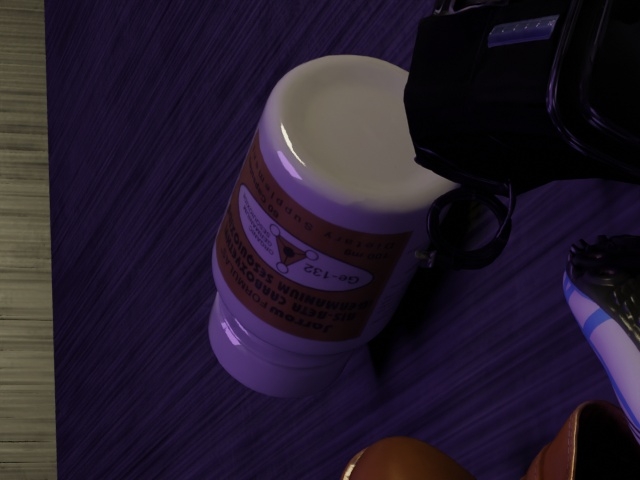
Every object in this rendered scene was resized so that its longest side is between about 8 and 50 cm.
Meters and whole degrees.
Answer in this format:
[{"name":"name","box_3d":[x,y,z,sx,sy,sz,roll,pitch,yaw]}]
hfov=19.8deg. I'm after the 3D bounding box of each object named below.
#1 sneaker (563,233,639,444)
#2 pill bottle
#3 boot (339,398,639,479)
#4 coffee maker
[{"name":"sneaker","box_3d":[0.161,0.067,0.786,0.237,0.085,0.086,-115,24,-59]},{"name":"pill bottle","box_3d":[0.000,0.000,1.194,0.229,0.131,0.131,114,152,-49]},{"name":"boot","box_3d":[0.095,0.151,0.884,0.220,0.109,0.283,96,158,-44]},{"name":"coffee maker","box_3d":[0.123,-0.066,0.864,0.178,0.120,0.171,-167,73,-71]}]
